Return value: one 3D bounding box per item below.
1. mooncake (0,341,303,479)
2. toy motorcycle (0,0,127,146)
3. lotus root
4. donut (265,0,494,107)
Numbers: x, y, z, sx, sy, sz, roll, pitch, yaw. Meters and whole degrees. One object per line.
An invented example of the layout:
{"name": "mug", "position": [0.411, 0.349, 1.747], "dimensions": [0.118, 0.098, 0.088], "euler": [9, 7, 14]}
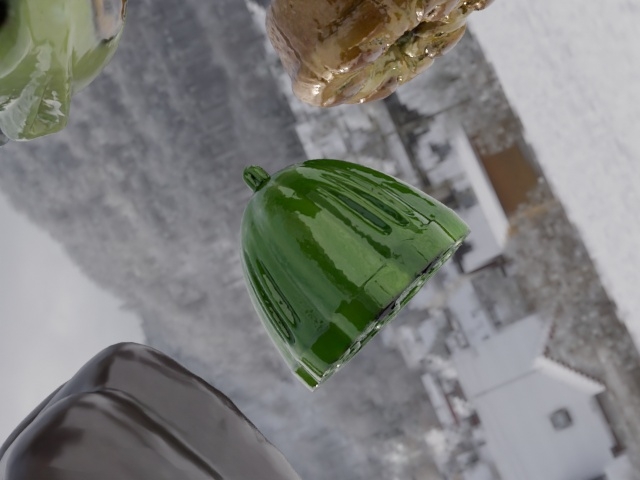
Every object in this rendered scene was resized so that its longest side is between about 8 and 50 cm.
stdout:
{"name": "mooncake", "position": [-0.160, 0.198, 0.756], "dimensions": [0.154, 0.306, 0.306], "euler": [46, -177, -6]}
{"name": "toy motorcycle", "position": [-0.249, -0.113, 0.636], "dimensions": [0.410, 0.237, 0.168], "euler": [15, 111, 53]}
{"name": "lotus root", "position": [0.000, 0.000, 1.049], "dimensions": [0.186, 0.186, 0.186], "euler": [-23, -90, -89]}
{"name": "donut", "position": [0.057, -0.218, 1.240], "dimensions": [0.113, 0.227, 0.226], "euler": [56, 179, 9]}
